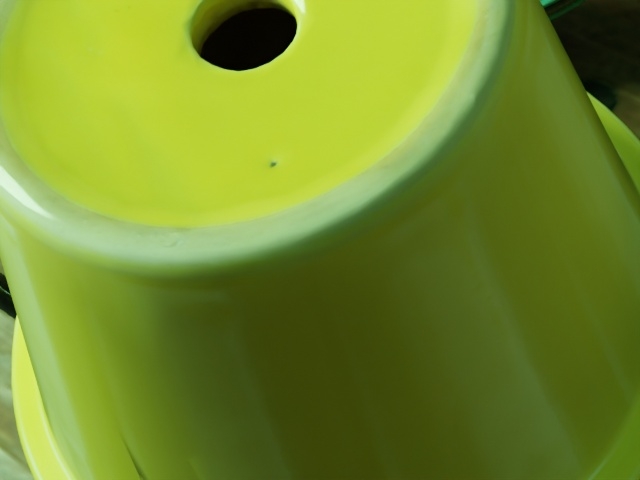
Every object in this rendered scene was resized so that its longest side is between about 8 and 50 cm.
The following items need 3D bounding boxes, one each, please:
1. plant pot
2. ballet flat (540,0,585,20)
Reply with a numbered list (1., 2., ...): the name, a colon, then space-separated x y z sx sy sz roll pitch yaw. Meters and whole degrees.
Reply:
1. plant pot: 0.000 0.000 0.569 0.254 0.239 0.254 -6 56 9
2. ballet flat: 0.003 -0.106 0.727 0.247 0.087 0.083 -12 84 5
